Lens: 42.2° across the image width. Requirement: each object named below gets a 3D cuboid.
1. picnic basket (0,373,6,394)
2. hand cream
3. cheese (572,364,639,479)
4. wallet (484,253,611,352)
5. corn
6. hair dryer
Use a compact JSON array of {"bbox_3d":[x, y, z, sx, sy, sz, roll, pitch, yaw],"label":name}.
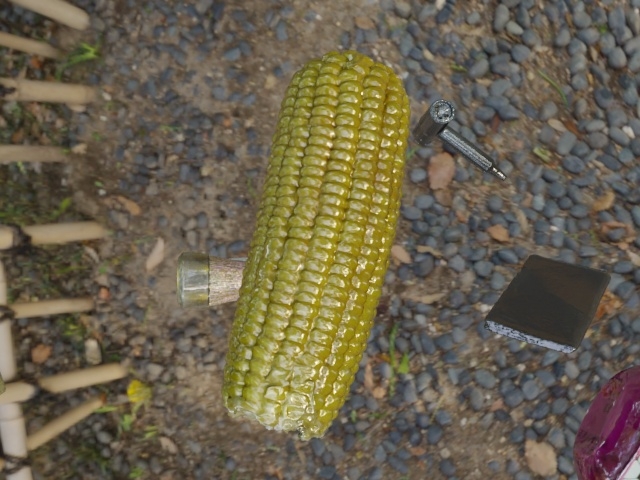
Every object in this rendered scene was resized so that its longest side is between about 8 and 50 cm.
[{"bbox_3d":[-0.419,0.077,0.709,0.267,0.139,0.165,25,137,23],"label":"picnic basket"},{"bbox_3d":[-0.111,0.058,1.230,0.203,0.084,0.083,0,88,-8],"label":"hand cream"},{"bbox_3d":[0.293,0.138,0.744,0.062,0.155,0.244,29,83,10],"label":"cheese"},{"bbox_3d":[0.317,0.084,1.142,0.124,0.244,0.025,14,116,24],"label":"wallet"},{"bbox_3d":[0.000,0.000,0.731,0.131,0.131,0.344,4,73,27],"label":"corn"},{"bbox_3d":[0.265,-0.173,1.505,0.195,0.173,0.050,32,85,1],"label":"hair dryer"}]
